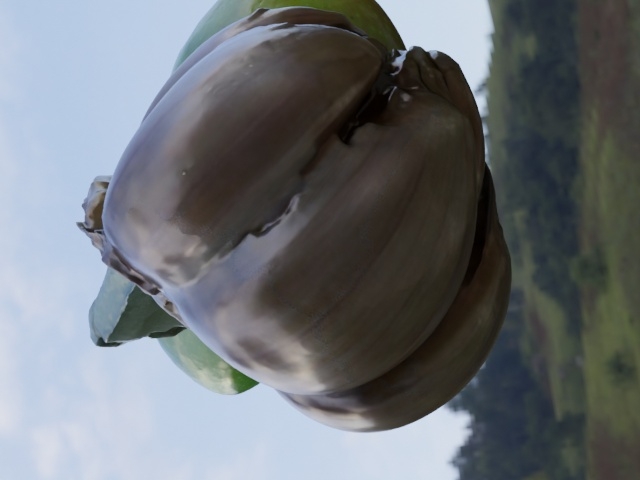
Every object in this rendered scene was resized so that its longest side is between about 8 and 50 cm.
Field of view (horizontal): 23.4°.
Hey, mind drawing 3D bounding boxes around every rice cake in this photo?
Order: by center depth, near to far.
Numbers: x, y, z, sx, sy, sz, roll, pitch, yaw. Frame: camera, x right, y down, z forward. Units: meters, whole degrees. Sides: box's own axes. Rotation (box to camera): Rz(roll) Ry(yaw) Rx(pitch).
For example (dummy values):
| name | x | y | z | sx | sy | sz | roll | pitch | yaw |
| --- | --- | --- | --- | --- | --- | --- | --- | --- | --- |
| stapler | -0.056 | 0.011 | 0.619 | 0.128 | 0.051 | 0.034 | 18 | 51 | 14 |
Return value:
| name | x | y | z | sx | sy | sz | roll | pitch | yaw |
| --- | --- | --- | --- | --- | --- | --- | --- | --- | --- |
| rice cake | -0.065 | -0.018 | 0.949 | 0.124 | 0.211 | 0.038 | -13 | -128 | -37 |

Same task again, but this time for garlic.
| name | x | y | z | sx | sy | sz | roll | pitch | yaw |
| --- | --- | --- | --- | --- | --- | --- | --- | --- | --- |
| garlic | 0.000 | 0.000 | 0.727 | 0.214 | 0.191 | 0.160 | 49 | -159 | -4 |

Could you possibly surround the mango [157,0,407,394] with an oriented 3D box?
| name | x | y | z | sx | sy | sz | roll | pitch | yaw |
| --- | --- | --- | --- | --- | --- | --- | --- | --- | --- |
| mango | -0.041 | -0.044 | 1.319 | 0.201 | 0.225 | 0.382 | -71 | -1 | -73 |
